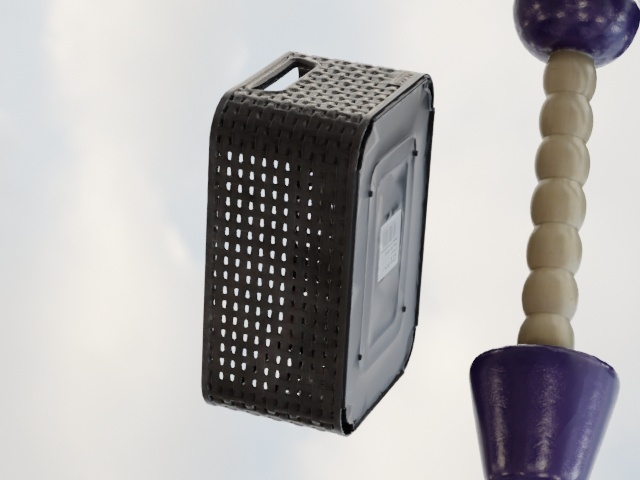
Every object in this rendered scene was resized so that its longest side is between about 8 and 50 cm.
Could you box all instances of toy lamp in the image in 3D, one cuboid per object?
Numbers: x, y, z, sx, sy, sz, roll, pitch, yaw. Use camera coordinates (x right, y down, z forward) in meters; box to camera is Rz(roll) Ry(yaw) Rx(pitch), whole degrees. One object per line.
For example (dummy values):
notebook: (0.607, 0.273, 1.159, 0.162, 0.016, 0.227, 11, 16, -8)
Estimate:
toy lamp: (0.124, 0.000, 1.031, 0.080, 0.080, 0.275, -16, -123, 49)

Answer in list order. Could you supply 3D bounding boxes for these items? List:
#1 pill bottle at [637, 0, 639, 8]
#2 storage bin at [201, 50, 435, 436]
pill bottle: (0.323, -0.177, 1.330, 0.224, 0.224, 0.392, -44, -133, 44)
storage bin: (0.000, 0.000, 1.073, 0.084, 0.122, 0.180, 12, -66, 19)
